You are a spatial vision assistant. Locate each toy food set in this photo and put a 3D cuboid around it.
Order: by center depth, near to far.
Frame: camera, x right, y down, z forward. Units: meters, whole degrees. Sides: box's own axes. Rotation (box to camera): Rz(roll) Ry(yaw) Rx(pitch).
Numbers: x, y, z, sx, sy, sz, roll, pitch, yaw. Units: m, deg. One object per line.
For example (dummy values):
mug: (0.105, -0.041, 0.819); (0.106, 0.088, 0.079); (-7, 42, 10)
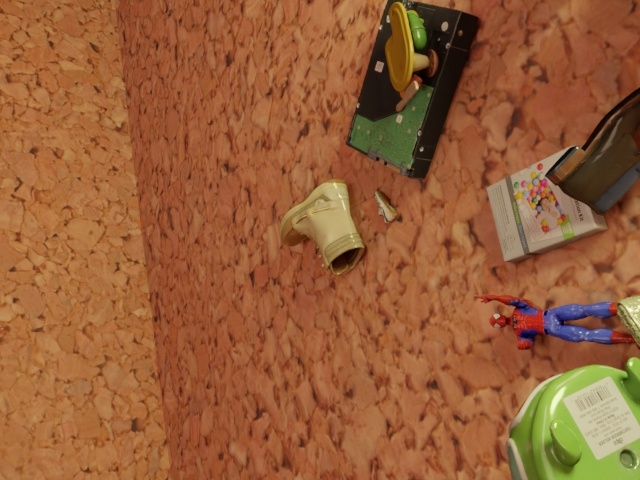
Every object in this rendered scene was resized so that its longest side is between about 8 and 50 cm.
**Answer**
toy food set: (0.184, -0.363, 1.289); (0.128, 0.071, 0.217); (121, 144, -69)

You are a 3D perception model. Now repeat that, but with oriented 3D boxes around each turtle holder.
turtle holder: (0.409, 0.336, 0.918); (0.320, 0.243, 0.227); (37, 152, 6)

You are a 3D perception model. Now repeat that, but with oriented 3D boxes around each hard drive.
hard drive: (0.184, -0.325, 1.387); (0.237, 0.064, 0.338); (37, 117, 49)

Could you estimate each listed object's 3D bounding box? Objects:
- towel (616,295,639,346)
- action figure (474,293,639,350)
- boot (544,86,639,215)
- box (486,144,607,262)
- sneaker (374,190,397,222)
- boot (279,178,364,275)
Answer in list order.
towel: (0.491, 0.128, 0.900); (0.027, 0.110, 0.148); (74, 175, -55)
action figure: (0.362, 0.131, 1.050); (0.280, 0.139, 0.091); (-10, 79, 56)
boot: (0.460, -0.141, 0.994); (0.106, 0.082, 0.219); (45, 108, 3)
box: (0.379, -0.057, 1.117); (0.186, 0.038, 0.145); (-28, 66, 49)
sneaker: (0.137, -0.074, 1.461); (0.037, 0.032, 0.083); (-56, 45, 35)
boot: (0.000, 0.000, 1.600); (0.262, 0.095, 0.203); (-40, 57, 41)
